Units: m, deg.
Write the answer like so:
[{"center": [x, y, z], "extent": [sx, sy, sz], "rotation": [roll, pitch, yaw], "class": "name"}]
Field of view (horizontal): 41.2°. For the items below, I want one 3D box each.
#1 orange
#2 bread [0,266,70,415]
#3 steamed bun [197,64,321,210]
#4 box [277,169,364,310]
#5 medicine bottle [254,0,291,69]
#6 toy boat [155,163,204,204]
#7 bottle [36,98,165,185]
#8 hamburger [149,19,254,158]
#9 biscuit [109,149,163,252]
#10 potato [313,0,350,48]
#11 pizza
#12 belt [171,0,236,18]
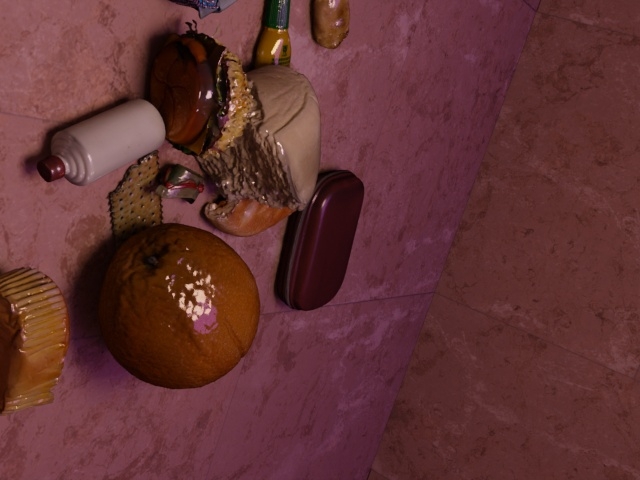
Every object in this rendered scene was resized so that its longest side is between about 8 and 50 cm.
[{"center": [-0.285, 0.130, 1.704], "extent": [0.322, 0.322, 0.357], "rotation": [-55, 156, -21], "class": "orange"}, {"center": [-0.525, 0.171, 1.460], "extent": [0.133, 0.179, 0.250], "rotation": [-25, 132, -58], "class": "bread"}, {"center": [-0.099, -0.196, 1.792], "extent": [0.273, 0.272, 0.290], "rotation": [-38, 153, -24], "class": "steamed bun"}, {"center": [0.000, 0.000, 2.332], "extent": [0.263, 0.108, 0.403], "rotation": [-19, 127, -56], "class": "box"}, {"center": [-0.098, -0.440, 1.864], "extent": [0.095, 0.064, 0.260], "rotation": [-20, 129, -43], "class": "medicine bottle"}, {"center": [-0.286, -0.115, 1.763], "extent": [0.071, 0.089, 0.185], "rotation": [-58, 169, 4], "class": "toy boat"}, {"center": [-0.393, -0.167, 1.511], "extent": [0.245, 0.104, 0.104], "rotation": [-38, 141, -44], "class": "bottle"}, {"center": [-0.222, -0.279, 1.596], "extent": [0.139, 0.243, 0.261], "rotation": [-5, 114, -39], "class": "hamburger"}, {"center": [-0.370, -0.067, 1.721], "extent": [0.144, 0.016, 0.203], "rotation": [-39, 143, -42], "class": "biscuit"}, {"center": [0.027, -0.529, 2.005], "extent": [0.107, 0.080, 0.170], "rotation": [-57, 152, -43], "class": "potato"}, {"center": [-0.146, -0.098, 2.037], "extent": [0.365, 0.074, 0.182], "rotation": [-24, 133, -52], "class": "pizza"}, {"center": [-0.194, -0.564, 1.544], "extent": [0.325, 0.122, 0.260], "rotation": [-48, 141, -37], "class": "belt"}]
